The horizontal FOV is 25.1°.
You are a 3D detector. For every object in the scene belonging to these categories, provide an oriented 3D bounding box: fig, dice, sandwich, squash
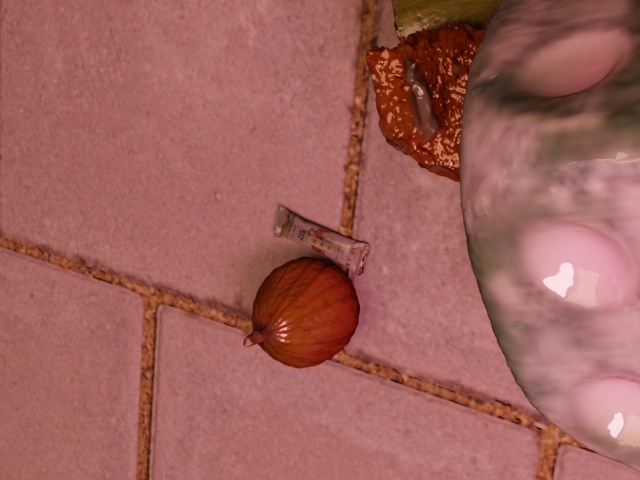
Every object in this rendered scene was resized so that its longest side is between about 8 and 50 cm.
[{"bbox_3d":[-0.016,0.082,1.471,0.119,0.153,0.119,0,103,2],"label":"fig"},{"bbox_3d":[0.316,-0.043,1.040,0.348,0.328,0.330,-5,128,30],"label":"dice"},{"bbox_3d":[0.131,-0.097,1.277,0.159,0.109,0.185,-11,128,-7],"label":"sandwich"},{"bbox_3d":[0.141,-0.212,1.305,0.132,0.105,0.105,-20,94,23],"label":"squash"}]

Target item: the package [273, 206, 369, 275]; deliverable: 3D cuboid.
[{"bbox_3d":[0.000,0.000,1.503,0.110,0.015,0.037,25,112,22],"label":"package"}]
